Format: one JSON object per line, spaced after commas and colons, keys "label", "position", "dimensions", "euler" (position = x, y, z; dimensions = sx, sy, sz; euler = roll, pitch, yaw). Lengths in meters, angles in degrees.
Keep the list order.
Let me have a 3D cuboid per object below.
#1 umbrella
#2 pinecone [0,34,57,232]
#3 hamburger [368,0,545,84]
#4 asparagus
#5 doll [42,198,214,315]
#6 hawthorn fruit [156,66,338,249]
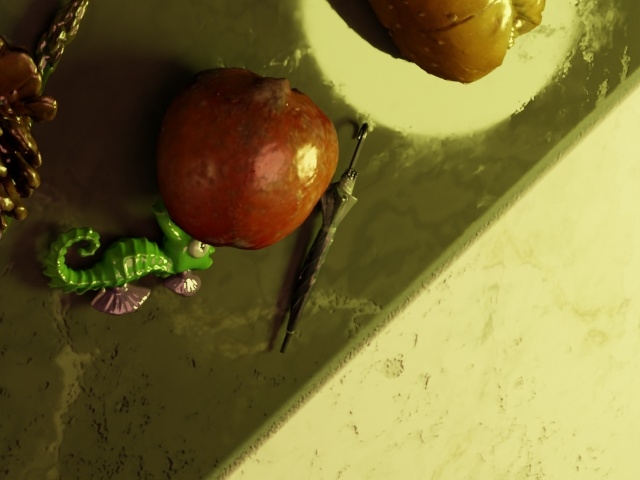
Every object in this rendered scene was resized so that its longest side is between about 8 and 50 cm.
{"label": "umbrella", "position": [0.001, 0.001, 1.508], "dimensions": [0.044, 0.044, 0.269], "euler": [18, 101, -9]}
{"label": "pinecone", "position": [-0.304, -0.081, 1.148], "dimensions": [0.150, 0.179, 0.195], "euler": [9, 81, -38]}
{"label": "hamburger", "position": [0.124, -0.265, 1.393], "dimensions": [0.144, 0.156, 0.283], "euler": [-45, 132, -9]}
{"label": "asparagus", "position": [-0.259, -0.113, 1.271], "dimensions": [0.034, 0.027, 0.236], "euler": [17, 100, -19]}
{"label": "doll", "position": [-0.178, 0.015, 1.379], "dimensions": [0.190, 0.050, 0.115], "euler": [-14, 123, -28]}
{"label": "hawthorn fruit", "position": [-0.071, -0.074, 1.337], "dimensions": [0.173, 0.173, 0.172], "euler": [-16, 120, -30]}
